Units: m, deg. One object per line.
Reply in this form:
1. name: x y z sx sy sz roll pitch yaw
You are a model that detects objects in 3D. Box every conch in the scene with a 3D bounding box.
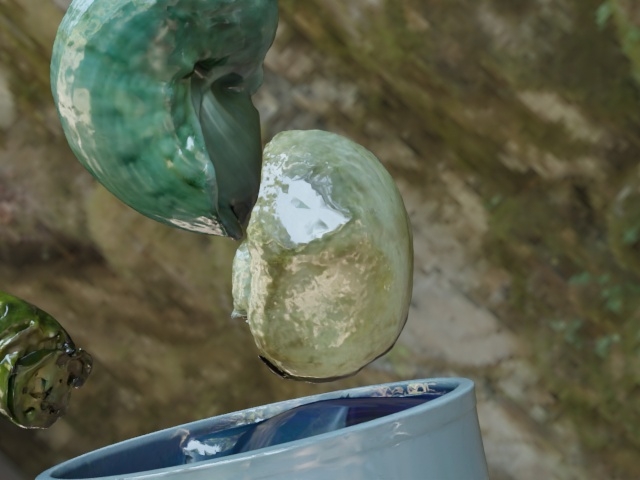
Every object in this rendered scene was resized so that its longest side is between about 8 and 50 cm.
1. conch: -0.103 -0.121 1.185 0.196 0.134 0.202 69 -144 -55

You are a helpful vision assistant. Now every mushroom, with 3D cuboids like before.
1. mushroom: 0.007 0.004 1.810 0.164 0.190 0.267 81 -157 -66

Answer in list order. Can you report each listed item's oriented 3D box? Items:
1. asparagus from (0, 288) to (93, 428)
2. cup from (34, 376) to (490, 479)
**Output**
1. asparagus: -0.402 0.060 1.682 0.108 0.382 0.128 -66 -23 2
2. cup: -0.031 0.264 0.976 0.331 0.311 0.257 -13 0 -36
